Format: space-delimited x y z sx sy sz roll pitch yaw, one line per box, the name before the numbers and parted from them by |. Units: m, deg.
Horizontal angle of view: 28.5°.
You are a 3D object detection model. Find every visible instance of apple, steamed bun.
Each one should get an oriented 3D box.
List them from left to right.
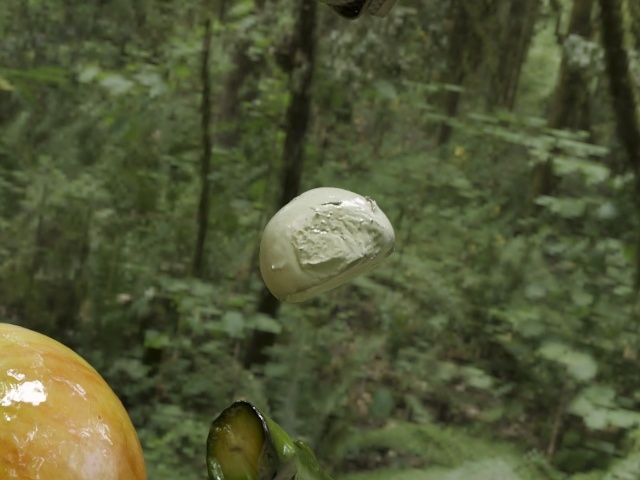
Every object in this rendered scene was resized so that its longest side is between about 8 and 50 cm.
apple | -0.280 0.210 1.037 0.286 0.286 0.233 20 -28 42
steamed bun | 0.000 0.000 1.186 0.130 0.090 0.112 -26 -9 -6

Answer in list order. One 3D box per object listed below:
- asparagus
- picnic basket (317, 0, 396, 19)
asparagus | -0.033 0.229 1.191 0.082 0.085 0.343 22 -16 21
picnic basket | 0.030 -0.403 1.439 0.139 0.266 0.165 8 -29 -22
